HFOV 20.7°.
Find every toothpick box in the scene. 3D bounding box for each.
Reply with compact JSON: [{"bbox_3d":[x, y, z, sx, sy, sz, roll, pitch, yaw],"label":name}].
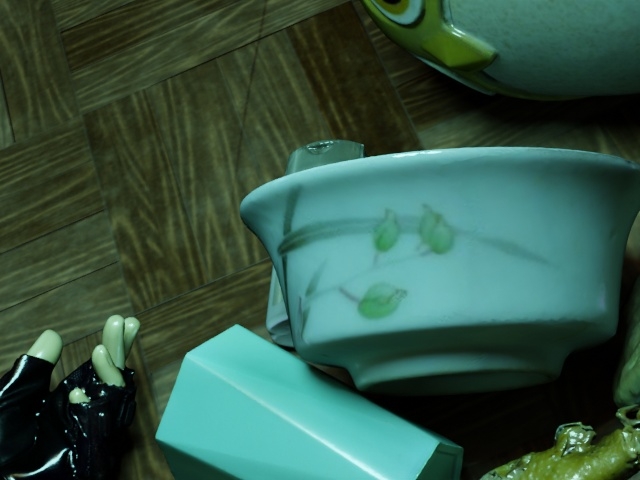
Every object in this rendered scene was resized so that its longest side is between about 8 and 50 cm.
[{"bbox_3d":[0.220,-0.329,1.667,0.425,0.409,0.409,3,50,33],"label":"toothpick box"}]

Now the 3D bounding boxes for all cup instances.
[{"bbox_3d":[-0.006,0.176,1.480,0.236,0.134,0.148,20,31,31],"label":"cup"},{"bbox_3d":[0.108,0.040,1.457,0.347,0.347,0.163,-6,78,18],"label":"cup"}]

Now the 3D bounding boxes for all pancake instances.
[{"bbox_3d":[0.290,0.027,1.433,0.050,0.242,0.242,23,56,3],"label":"pancake"}]

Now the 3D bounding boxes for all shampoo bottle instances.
[{"bbox_3d":[0.000,0.000,1.698,0.086,0.056,0.227,-7,47,16],"label":"shampoo bottle"}]

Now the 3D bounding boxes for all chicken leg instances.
[{"bbox_3d":[0.198,0.191,1.381,0.207,0.101,0.085,-38,67,31],"label":"chicken leg"}]

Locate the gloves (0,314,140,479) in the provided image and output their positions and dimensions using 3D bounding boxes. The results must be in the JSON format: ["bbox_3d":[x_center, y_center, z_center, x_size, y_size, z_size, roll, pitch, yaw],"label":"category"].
[{"bbox_3d":[-0.226,0.157,1.599,0.164,0.124,0.203,37,71,29],"label":"gloves"}]
